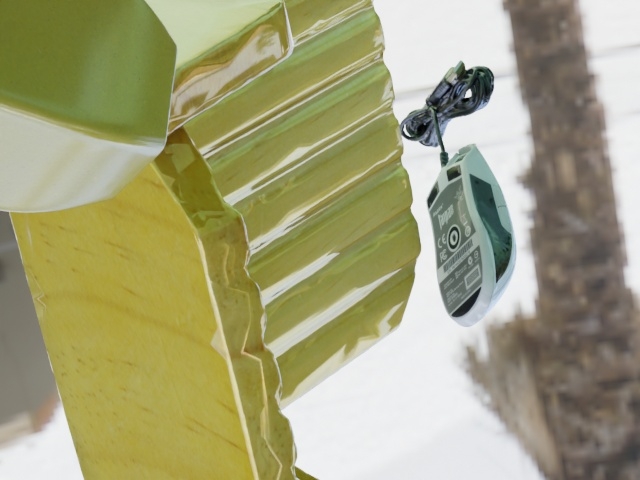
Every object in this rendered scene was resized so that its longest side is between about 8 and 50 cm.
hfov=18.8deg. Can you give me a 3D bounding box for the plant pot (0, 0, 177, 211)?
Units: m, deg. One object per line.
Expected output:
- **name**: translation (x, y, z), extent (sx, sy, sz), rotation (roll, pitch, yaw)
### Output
- **plant pot**: translation (-0.100, -0.056, 0.707), extent (0.081, 0.083, 0.081), rotation (-38, -141, 50)

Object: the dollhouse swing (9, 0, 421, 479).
- **dollhouse swing**: translation (0.000, 0.000, 1.121), extent (0.305, 0.346, 0.315), rotation (-23, -155, -27)

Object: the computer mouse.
- **computer mouse**: translation (0.105, -0.027, 1.358), extent (0.042, 0.106, 0.193), rotation (6, -119, -26)
